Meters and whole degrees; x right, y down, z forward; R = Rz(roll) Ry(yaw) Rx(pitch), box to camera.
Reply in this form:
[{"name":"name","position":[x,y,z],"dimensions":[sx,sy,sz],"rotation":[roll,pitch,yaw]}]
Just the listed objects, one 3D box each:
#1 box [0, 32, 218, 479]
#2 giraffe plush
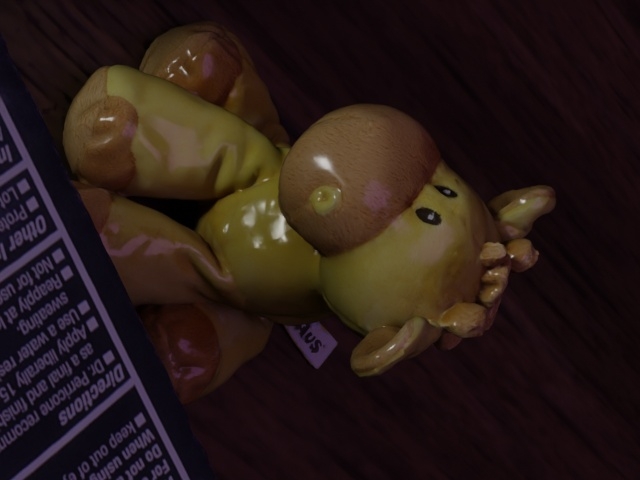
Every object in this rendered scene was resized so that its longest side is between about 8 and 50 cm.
[{"name":"box","position":[-0.209,0.092,0.484],"dimensions":[0.296,0.183,0.294],"rotation":[-38,114,-36]},{"name":"giraffe plush","position":[0.000,0.000,0.687],"dimensions":[0.210,0.170,0.181],"rotation":[36,67,-38]}]
